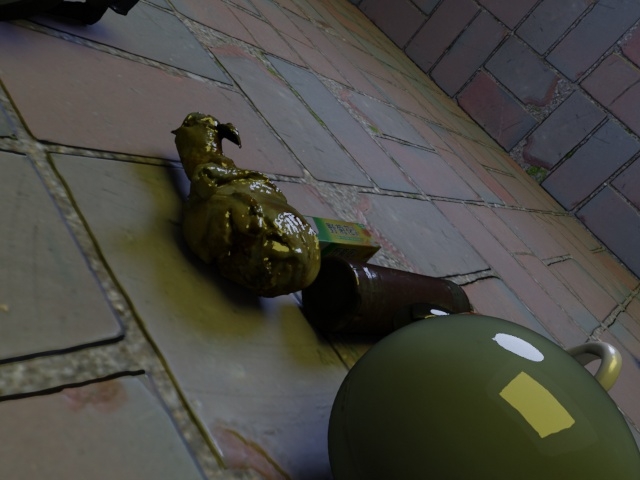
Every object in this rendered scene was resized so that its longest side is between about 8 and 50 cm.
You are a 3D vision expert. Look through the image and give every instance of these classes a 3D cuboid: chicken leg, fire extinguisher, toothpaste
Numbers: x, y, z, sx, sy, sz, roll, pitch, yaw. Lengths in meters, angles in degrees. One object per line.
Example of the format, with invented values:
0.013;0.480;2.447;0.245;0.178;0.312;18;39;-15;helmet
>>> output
-0.085;-0.041;0.493;0.103;0.088;0.228;-13;58;-42;chicken leg
0.096;0.078;0.584;0.267;0.072;0.089;14;64;-46;fire extinguisher
0.000;0.000;0.604;0.178;0.037;0.043;6;43;-52;toothpaste

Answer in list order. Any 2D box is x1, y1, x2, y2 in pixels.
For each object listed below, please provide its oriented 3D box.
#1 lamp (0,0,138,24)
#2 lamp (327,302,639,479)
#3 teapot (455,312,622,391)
-0.323;-0.342;0.486;0.374;0.205;0.272;40;18;-30;lamp
0.082;0.156;0.325;0.197;0.198;0.244;44;48;5;lamp
0.171;0.132;0.497;0.116;0.245;0.159;-36;92;-24;teapot
